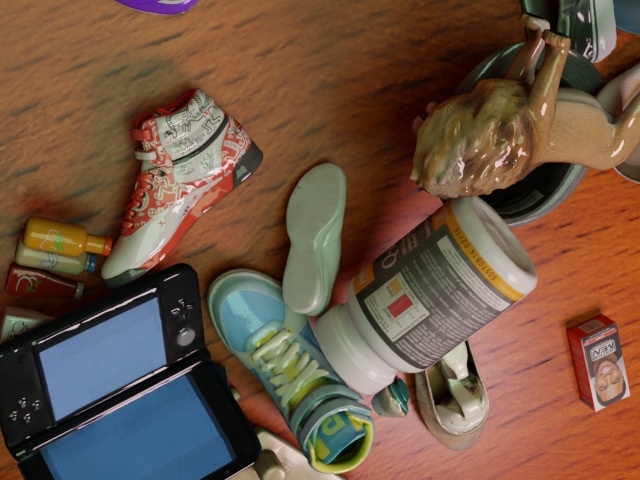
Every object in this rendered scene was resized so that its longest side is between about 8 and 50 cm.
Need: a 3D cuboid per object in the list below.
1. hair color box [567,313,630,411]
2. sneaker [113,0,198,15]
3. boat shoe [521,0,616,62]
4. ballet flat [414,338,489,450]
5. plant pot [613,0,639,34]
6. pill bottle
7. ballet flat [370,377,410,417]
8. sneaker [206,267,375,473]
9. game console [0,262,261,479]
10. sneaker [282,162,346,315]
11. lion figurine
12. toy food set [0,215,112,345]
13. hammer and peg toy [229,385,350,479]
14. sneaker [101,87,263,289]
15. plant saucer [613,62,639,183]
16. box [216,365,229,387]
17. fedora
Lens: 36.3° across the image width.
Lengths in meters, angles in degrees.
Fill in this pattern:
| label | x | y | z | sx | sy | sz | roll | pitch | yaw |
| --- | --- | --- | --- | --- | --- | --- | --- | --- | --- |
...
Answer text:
| label | x | y | z | sx | sy | sz | roll | pitch | yaw |
| --- | --- | --- | --- | --- | --- | --- | --- | --- | --- |
| hair color box | 0.454 | 0.200 | 1.589 | 0.072 | 0.043 | 0.141 | -23 | 113 | -13 |
| sneaker | -0.259 | -0.350 | 1.118 | 0.293 | 0.146 | 0.102 | 30 | 95 | -24 |
| boat shoe | 0.314 | -0.378 | 1.322 | 0.119 | 0.121 | 0.335 | -29 | 115 | -14 |
| ballet flat | 0.195 | 0.206 | 1.466 | 0.108 | 0.106 | 0.316 | -26 | 113 | -11 |
| plant pot | 0.530 | -0.407 | 1.316 | 0.272 | 0.255 | 0.271 | -5 | 107 | -18 |
| pill bottle | 0.136 | 0.076 | 1.304 | 0.278 | 0.162 | 0.162 | -39 | 116 | 19 |
| ballet flat | 0.100 | 0.236 | 1.419 | 0.052 | 0.168 | 0.057 | -32 | 81 | 6 |
| sneaker | -0.028 | 0.184 | 1.326 | 0.127 | 0.208 | 0.319 | -39 | 114 | -2 |
| game console | -0.236 | 0.211 | 1.229 | 0.293 | 0.173 | 0.250 | -27 | 137 | -29 |
| sneaker | 0.000 | 0.000 | 1.361 | 0.094 | 0.080 | 0.212 | 21 | 79 | -62 |
| lion figurine | 0.311 | -0.151 | 1.241 | 0.392 | 0.142 | 0.240 | 5 | 118 | -22 |
| toy food set | -0.345 | 0.082 | 1.237 | 0.105 | 0.111 | 0.232 | 12 | 99 | -22 |
| hammer and peg toy | -0.106 | 0.394 | 1.406 | 0.361 | 0.127 | 0.266 | 38 | 91 | -25 |
| sneaker | -0.215 | -0.073 | 1.250 | 0.270 | 0.090 | 0.145 | -44 | 114 | -6 |
| plant saucer | 0.507 | -0.186 | 1.495 | 0.199 | 0.036 | 0.198 | -6 | 108 | -18 |
| box | -0.202 | 0.234 | 1.340 | 0.162 | 0.029 | 0.116 | -1 | 61 | -17 |
| fedora | 0.259 | -0.154 | 1.369 | 0.244 | 0.124 | 0.275 | 11 | 109 | -20 |
